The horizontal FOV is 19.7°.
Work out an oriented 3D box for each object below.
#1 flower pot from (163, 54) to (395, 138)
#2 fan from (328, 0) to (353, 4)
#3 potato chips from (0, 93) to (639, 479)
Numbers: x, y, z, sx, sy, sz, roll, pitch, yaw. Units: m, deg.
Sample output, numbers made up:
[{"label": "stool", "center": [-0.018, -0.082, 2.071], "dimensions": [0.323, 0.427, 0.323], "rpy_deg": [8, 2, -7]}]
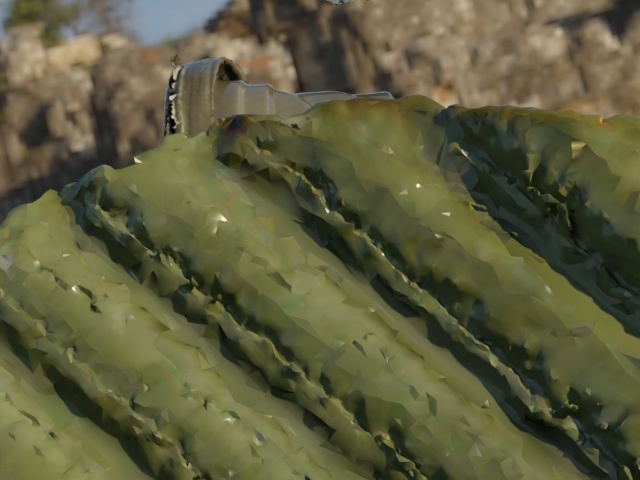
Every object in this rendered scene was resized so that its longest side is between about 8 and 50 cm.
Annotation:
[{"label": "flower pot", "center": [0.000, 0.000, 1.047], "dimensions": [0.140, 0.235, 0.235], "rpy_deg": [-10, -7, 3]}, {"label": "fan", "center": [0.037, -0.232, 1.370], "dimensions": [0.240, 0.131, 0.009], "rpy_deg": [18, -11, 20]}, {"label": "potato chips", "center": [0.029, 0.109, 0.600], "dimensions": [0.358, 0.429, 0.070], "rpy_deg": [-51, -25, -5]}]
